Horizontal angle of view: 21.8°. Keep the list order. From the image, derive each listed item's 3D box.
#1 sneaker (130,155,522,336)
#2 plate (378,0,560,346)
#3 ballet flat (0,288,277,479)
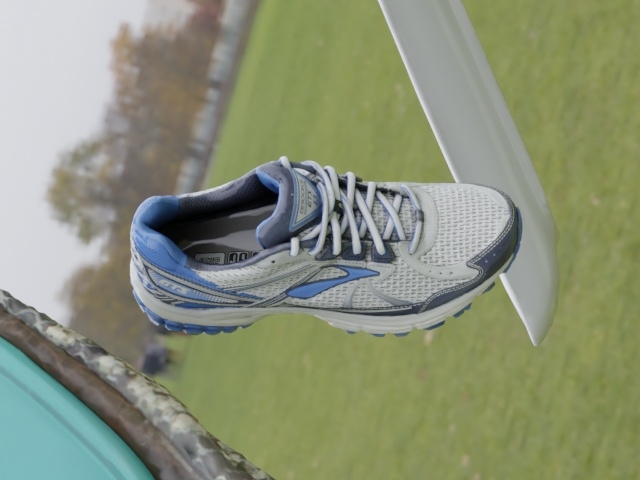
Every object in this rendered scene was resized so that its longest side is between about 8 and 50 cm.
[{"bbox_3d":[0.000,0.000,0.551,0.058,0.135,0.052,77,-174,-58],"label":"sneaker"},{"bbox_3d":[0.077,-0.100,1.003,0.277,0.045,0.278,-89,-26,-76],"label":"plate"},{"bbox_3d":[-0.023,0.150,0.535,0.164,0.483,0.182,-63,-25,4],"label":"ballet flat"}]
